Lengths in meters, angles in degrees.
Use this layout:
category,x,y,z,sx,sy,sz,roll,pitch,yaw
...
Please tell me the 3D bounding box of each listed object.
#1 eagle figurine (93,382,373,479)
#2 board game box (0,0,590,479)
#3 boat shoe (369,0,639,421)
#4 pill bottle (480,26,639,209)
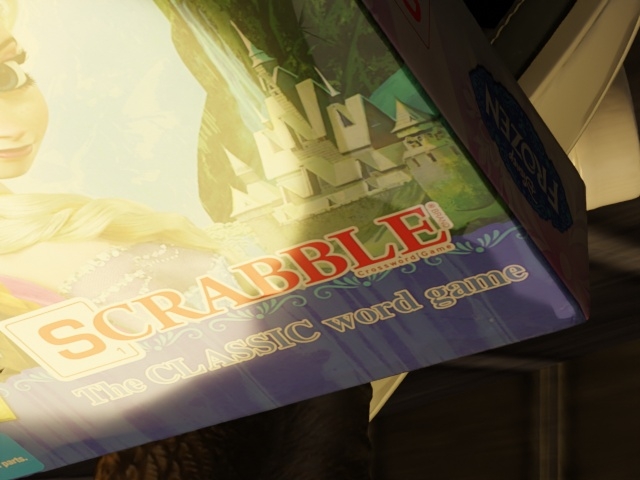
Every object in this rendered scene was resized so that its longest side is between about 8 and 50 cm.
category,x,y,z,sx,sy,sz,roll,pitch,yaw
eagle figurine,-0.088,0.028,0.829,0.225,0.226,0.298,0,124,-4
board game box,-0.123,-0.043,0.580,0.318,0.066,0.318,-18,136,24
boat shoe,0.042,-0.033,0.900,0.319,0.099,0.116,-55,160,7
pill bottle,0.054,-0.047,1.017,0.221,0.121,0.121,-13,169,1
